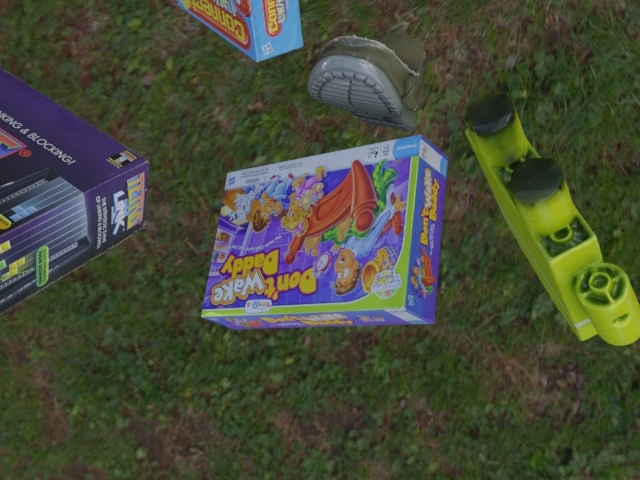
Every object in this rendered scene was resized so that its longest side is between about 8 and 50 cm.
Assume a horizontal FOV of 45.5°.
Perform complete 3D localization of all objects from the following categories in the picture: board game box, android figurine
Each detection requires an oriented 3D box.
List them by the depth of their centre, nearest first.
[{"bbox_3d":[-0.193,-0.033,0.367,0.170,0.141,0.048,31,134,20],"label":"board game box"},{"bbox_3d":[0.211,-0.011,0.704,0.056,0.248,0.273,-31,138,10],"label":"android figurine"},{"bbox_3d":[0.000,0.000,1.072,0.347,0.078,0.234,-7,67,37],"label":"board game box"},{"bbox_3d":[-0.153,-0.480,1.195,0.308,0.086,0.302,43,149,43],"label":"board game box"}]

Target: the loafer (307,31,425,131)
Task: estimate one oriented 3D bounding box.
[{"bbox_3d":[0.053,-0.170,0.765,0.094,0.251,0.088,13,94,12],"label":"loafer"}]
